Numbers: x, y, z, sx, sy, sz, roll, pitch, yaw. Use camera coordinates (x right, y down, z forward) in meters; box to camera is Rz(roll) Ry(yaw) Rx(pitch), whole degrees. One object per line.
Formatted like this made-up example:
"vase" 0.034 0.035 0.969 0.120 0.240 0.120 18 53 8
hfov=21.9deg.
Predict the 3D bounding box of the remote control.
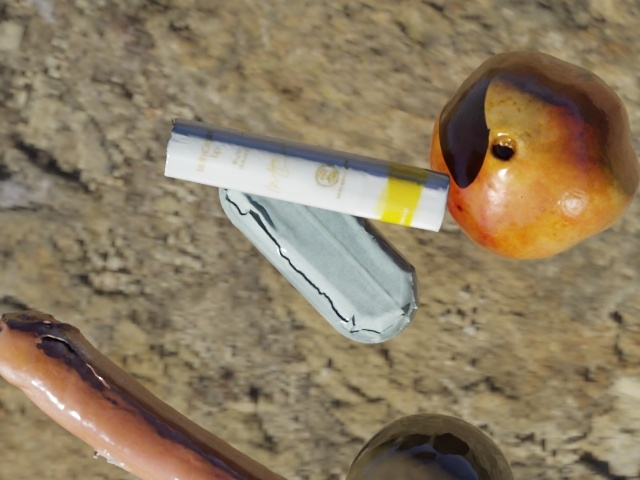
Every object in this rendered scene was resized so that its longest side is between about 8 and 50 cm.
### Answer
"remote control" 0.000 0.000 1.664 0.247 0.052 0.104 45 84 0

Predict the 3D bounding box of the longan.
"longan" 0.117 0.271 1.675 0.204 0.159 0.185 26 76 32

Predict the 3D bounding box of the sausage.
"sausage" -0.170 0.208 1.740 0.419 0.094 0.094 36 128 -5

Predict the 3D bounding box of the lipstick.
"lipstick" -0.013 -0.061 1.543 0.264 0.059 0.059 12 90 -2

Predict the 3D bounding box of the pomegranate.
"pomegranate" 0.211 -0.081 1.643 0.209 0.209 0.209 -4 82 29
